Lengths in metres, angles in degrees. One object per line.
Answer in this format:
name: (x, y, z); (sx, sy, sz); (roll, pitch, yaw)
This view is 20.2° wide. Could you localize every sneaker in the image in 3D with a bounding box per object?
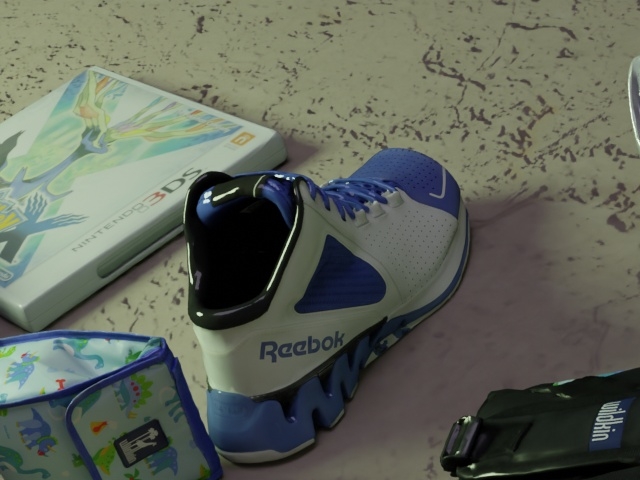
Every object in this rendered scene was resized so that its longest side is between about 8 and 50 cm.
sneaker: (-0.001, 0.001, 1.356); (0.127, 0.182, 0.315); (6, 40, 33)

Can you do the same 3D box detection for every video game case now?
video game case: (-0.241, -0.052, 1.710); (0.300, 0.036, 0.329); (-36, 35, -25)

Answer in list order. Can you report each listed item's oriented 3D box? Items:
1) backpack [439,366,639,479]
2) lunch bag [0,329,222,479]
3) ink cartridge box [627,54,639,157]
backpack: (0.256, 0.174, 0.915); (0.355, 0.273, 0.290); (-29, 22, 29)
lunch bag: (-0.159, 0.133, 1.288); (0.151, 0.129, 0.096); (-10, 36, 14)
ink cartridge box: (0.406, -0.067, 1.132); (0.385, 0.308, 0.091); (-12, 71, 14)
